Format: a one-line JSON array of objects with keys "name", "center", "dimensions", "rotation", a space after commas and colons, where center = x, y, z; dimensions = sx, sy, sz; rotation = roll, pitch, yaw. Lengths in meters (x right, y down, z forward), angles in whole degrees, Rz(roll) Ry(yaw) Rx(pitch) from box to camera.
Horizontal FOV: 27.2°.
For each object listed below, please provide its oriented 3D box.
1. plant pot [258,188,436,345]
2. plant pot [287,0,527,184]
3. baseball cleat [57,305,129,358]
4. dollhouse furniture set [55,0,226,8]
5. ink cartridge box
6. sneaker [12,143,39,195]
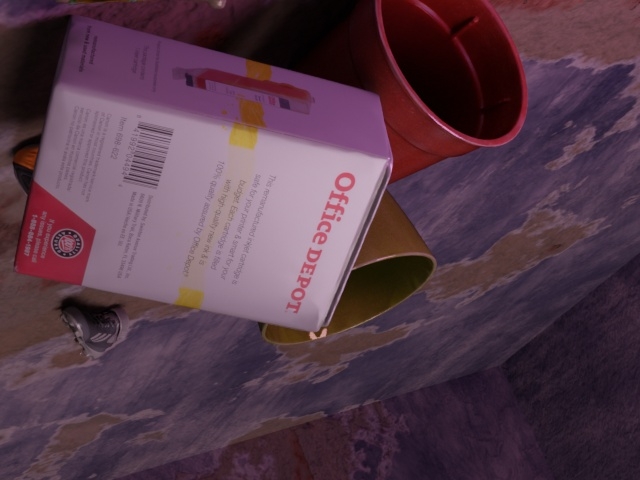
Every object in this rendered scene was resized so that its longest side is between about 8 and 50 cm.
[{"name": "plant pot", "center": [-0.013, -0.037, 1.951], "dimensions": [0.274, 0.293, 0.275], "rotation": [-21, 160, -8]}, {"name": "plant pot", "center": [0.084, -0.193, 1.749], "dimensions": [0.272, 0.272, 0.265], "rotation": [-3, 160, -46]}, {"name": "baseball cleat", "center": [-0.399, 0.144, 2.346], "dimensions": [0.109, 0.072, 0.206], "rotation": [-36, 166, -13]}, {"name": "dollhouse furniture set", "center": [-0.181, -0.339, 1.305], "dimensions": [0.197, 0.151, 0.301], "rotation": [1, 175, -4]}, {"name": "ink cartridge box", "center": [-0.142, -0.070, 1.566], "dimensions": [0.384, 0.160, 0.279], "rotation": [13, 126, -13]}, {"name": "sneaker", "center": [-0.329, -0.063, 1.823], "dimensions": [0.262, 0.121, 0.099], "rotation": [33, 87, -44]}]
